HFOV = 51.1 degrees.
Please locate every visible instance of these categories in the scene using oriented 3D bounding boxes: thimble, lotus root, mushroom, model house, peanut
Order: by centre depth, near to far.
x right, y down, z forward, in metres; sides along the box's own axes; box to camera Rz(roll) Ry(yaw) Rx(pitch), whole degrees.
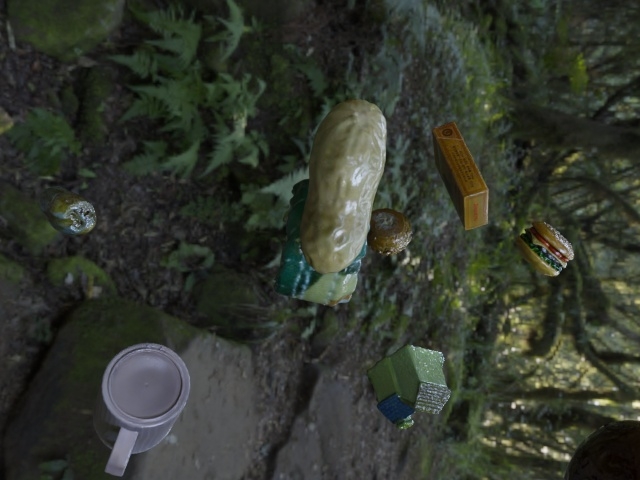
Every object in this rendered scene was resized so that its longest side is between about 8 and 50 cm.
[{"bbox_3d":[0.036,-0.097,1.177,0.147,0.148,0.318,28,75,-80],"label":"peanut"},{"bbox_3d":[0.000,0.000,1.400,0.288,0.167,0.254,-99,-159,-76],"label":"thimble"},{"bbox_3d":[-0.575,-0.071,1.499,0.088,0.192,0.113,-47,130,-23],"label":"lotus root"},{"bbox_3d":[0.756,0.592,1.533,0.334,0.357,0.331,-63,164,-54],"label":"mushroom"},{"bbox_3d":[0.268,0.445,1.976,0.195,0.214,0.189,23,40,-35],"label":"model house"}]

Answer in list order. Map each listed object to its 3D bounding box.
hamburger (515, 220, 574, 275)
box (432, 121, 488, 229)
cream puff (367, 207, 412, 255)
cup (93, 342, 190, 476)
[{"bbox_3d":[0.619,0.022,1.848,0.115,0.162,0.162,-48,-178,17],"label":"hamburger"},{"bbox_3d":[0.410,-0.190,1.969,0.174,0.076,0.274,71,2,-56],"label":"box"},{"bbox_3d":[0.181,-0.019,1.828,0.144,0.126,0.103,54,-18,37],"label":"cream puff"},{"bbox_3d":[-0.456,0.402,1.611,0.288,0.208,0.273,-43,175,-33],"label":"cup"}]
